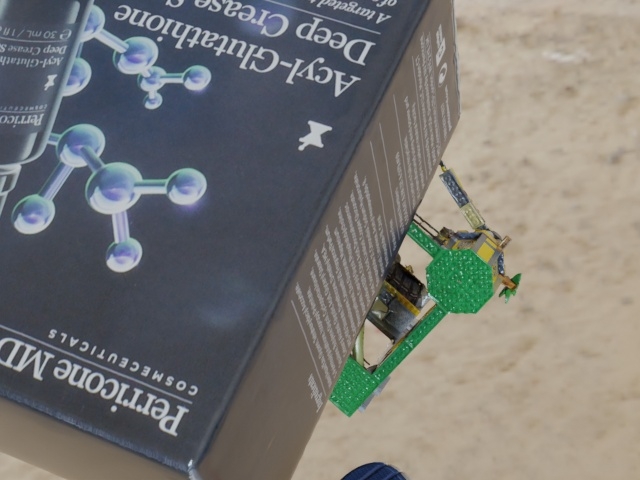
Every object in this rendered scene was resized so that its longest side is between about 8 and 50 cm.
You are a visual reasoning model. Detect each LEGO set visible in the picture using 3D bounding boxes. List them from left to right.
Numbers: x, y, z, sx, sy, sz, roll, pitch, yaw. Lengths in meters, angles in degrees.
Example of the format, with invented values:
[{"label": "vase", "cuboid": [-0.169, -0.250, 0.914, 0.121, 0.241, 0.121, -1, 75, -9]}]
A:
[{"label": "LEGO set", "cuboid": [0.023, -0.010, 1.283, 0.331, 0.255, 0.192, 34, 23, 6]}]

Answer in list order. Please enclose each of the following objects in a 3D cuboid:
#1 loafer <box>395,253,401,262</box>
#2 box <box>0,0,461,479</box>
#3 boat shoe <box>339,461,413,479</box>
[{"label": "loafer", "cuboid": [0.000, 0.000, 1.471, 0.220, 0.080, 0.078, -1, 64, 44]}, {"label": "box", "cuboid": [-0.109, -0.030, 0.959, 0.293, 0.212, 0.396, 19, 68, 17]}, {"label": "boat shoe", "cuboid": [0.068, 0.187, 0.734, 0.066, 0.066, 0.183, -34, 29, -4]}]
